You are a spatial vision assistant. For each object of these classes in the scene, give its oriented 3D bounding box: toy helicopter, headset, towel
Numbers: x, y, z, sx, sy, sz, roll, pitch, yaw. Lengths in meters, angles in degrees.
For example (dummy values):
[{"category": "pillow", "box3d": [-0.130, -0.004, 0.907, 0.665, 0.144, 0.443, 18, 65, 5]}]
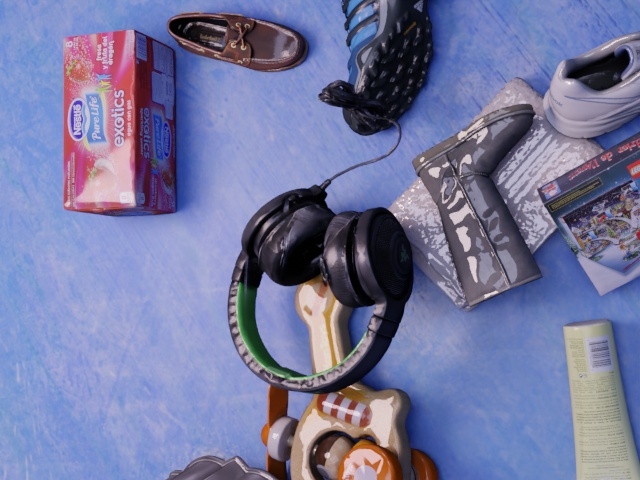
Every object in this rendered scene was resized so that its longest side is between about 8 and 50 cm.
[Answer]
[{"category": "toy helicopter", "box3d": [0.009, 0.216, 1.441, 0.235, 0.140, 0.355, -17, 70, 27]}, {"category": "headset", "box3d": [0.000, 0.000, 1.365, 0.243, 0.185, 0.394, 17, 86, 33]}, {"category": "towel", "box3d": [0.228, -0.059, 1.399, 0.187, 0.049, 0.282, 45, 101, 16]}]

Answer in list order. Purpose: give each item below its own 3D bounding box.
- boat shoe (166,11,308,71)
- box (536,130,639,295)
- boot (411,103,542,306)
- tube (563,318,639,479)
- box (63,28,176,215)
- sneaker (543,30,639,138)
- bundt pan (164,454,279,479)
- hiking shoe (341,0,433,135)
[{"category": "boat shoe", "box3d": [-0.123, -0.289, 1.527, 0.207, 0.073, 0.073, 9, 89, 19]}, {"category": "box", "box3d": [0.406, -0.052, 1.291, 0.233, 0.044, 0.159, -30, 114, 15]}, {"category": "boot", "box3d": [0.226, -0.044, 1.335, 0.189, 0.076, 0.208, -32, 69, 27]}, {"category": "tube", "box3d": [0.352, 0.221, 1.337, 0.070, 0.062, 0.240, -11, 87, 63]}, {"category": "box", "box3d": [-0.293, -0.166, 1.550, 0.122, 0.128, 0.257, -2, 86, 20]}, {"category": "sneaker", "box3d": [0.419, -0.211, 1.287, 0.297, 0.129, 0.111, -21, 72, 7]}, {"category": "bundt pan", "box3d": [-0.152, 0.465, 1.421, 0.331, 0.124, 0.331, 4, 98, 34]}, {"category": "hiking shoe", "box3d": [0.084, -0.296, 1.452, 0.132, 0.113, 0.304, 26, 104, 50]}]
